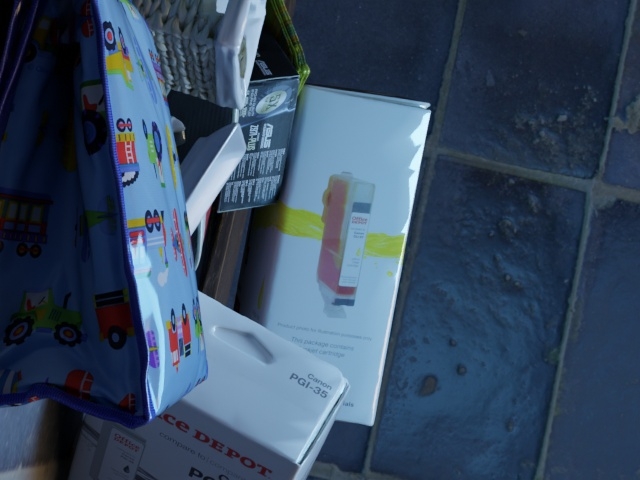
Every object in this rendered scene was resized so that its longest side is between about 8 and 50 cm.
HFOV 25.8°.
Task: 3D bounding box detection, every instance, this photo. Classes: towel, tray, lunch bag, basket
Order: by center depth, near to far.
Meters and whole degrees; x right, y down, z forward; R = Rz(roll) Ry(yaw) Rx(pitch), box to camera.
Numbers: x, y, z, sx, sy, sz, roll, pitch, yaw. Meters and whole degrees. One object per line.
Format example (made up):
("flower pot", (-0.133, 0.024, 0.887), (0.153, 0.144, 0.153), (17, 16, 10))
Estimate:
("lunch bag", (-0.142, -0.046, 0.879), (0.221, 0.138, 0.293), (-10, 104, -87))
("basket", (-0.107, -0.198, 1.229), (0.167, 0.103, 0.113), (97, 5, -77))
("tray", (-0.153, 0.011, 1.264), (0.270, 0.030, 0.145), (-57, 178, -5))
("towel", (-0.072, -0.261, 1.583), (0.237, 0.021, 0.102), (69, -26, 20))

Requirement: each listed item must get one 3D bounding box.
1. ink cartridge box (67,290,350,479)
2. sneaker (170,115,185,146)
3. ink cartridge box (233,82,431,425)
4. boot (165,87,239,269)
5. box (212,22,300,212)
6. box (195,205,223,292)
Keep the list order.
("ink cartridge box", (-0.119, 0.199, 1.318), (0.117, 0.207, 0.283), (-56, 172, -44))
("sneaker", (-0.159, -0.066, 1.231), (0.054, 0.061, 0.152), (105, 0, -47))
("ink cartridge box", (0.000, 0.000, 1.723), (0.279, 0.160, 0.385), (-138, -122, -78))
("boot", (-0.144, -0.090, 1.507), (0.176, 0.088, 0.244), (-101, -156, -76))
("box", (-0.096, -0.149, 1.564), (0.147, 0.077, 0.180), (-122, -148, -41))
("box", (-0.159, -0.039, 1.817), (0.233, 0.059, 0.183), (103, 0, -46))
